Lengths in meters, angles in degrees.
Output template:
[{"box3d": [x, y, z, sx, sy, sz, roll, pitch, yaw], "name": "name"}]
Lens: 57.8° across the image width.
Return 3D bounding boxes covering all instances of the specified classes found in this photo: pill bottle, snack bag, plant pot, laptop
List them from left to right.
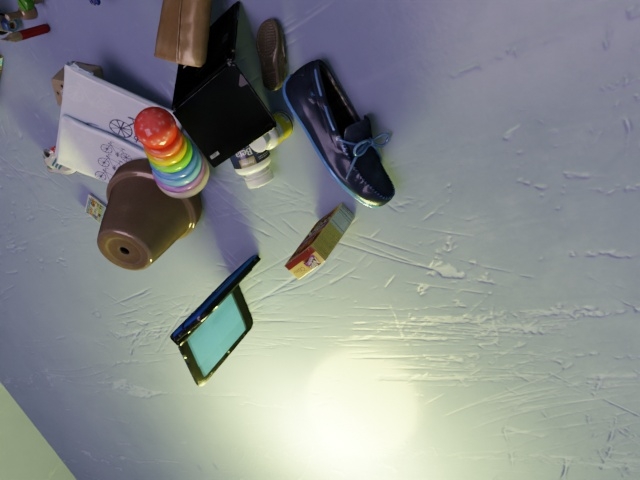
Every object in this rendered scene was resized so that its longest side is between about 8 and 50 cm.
[{"box3d": [-0.648, -0.405, 1.546, 0.109, 0.096, 0.109, 16, 128, 23], "name": "plant pot"}, {"box3d": [-0.539, -0.270, 1.543, 0.323, 0.037, 0.342, 24, 135, -10], "name": "snack bag"}, {"box3d": [-0.482, -0.050, 1.557, 0.263, 0.229, 0.263, 9, 134, 9], "name": "plant pot"}, {"box3d": [-0.214, -0.342, 1.295, 0.136, 0.264, 0.234, 24, 145, -39], "name": "laptop"}, {"box3d": [-0.174, -0.215, 1.388, 0.094, 0.094, 0.169, -5, 118, 34], "name": "pill bottle"}, {"box3d": [-0.114, -0.245, 1.315, 0.065, 0.116, 0.065, 16, 128, 22], "name": "pill bottle"}]

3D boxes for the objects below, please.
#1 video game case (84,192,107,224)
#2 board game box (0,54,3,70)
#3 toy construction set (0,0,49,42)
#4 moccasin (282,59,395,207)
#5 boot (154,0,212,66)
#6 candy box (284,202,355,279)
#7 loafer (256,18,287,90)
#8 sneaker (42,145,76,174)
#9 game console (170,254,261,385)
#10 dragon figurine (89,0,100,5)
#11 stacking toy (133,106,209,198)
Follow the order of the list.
[{"box3d": [-0.701, -0.086, 1.857, 0.122, 0.011, 0.087, 38, 133, 3], "name": "video game case"}, {"box3d": [-1.110, -0.497, 1.734, 0.232, 0.141, 0.291, 41, 133, 0], "name": "board game box"}, {"box3d": [-0.889, -0.602, 1.461, 0.309, 0.237, 0.257, 36, 133, 5], "name": "toy construction set"}, {"box3d": [0.053, -0.221, 1.219, 0.117, 0.138, 0.342, -33, 102, 37], "name": "moccasin"}, {"box3d": [-0.233, -0.492, 1.188, 0.236, 0.089, 0.269, 24, 111, 32], "name": "boot"}, {"box3d": [0.000, 0.000, 1.367, 0.053, 0.186, 0.109, 46, 132, -8], "name": "candy box"}, {"box3d": [-0.103, -0.399, 1.250, 0.056, 0.050, 0.148, 8, 109, 23], "name": "loafer"}, {"box3d": [-0.791, -0.248, 1.768, 0.161, 0.057, 0.075, 8, 130, 31], "name": "sneaker"}, {"box3d": [-0.253, 0.219, 1.604, 0.173, 0.293, 0.250, 47, 132, -7], "name": "game console"}, {"box3d": [-0.615, -0.665, 1.330, 0.144, 0.085, 0.289, -12, 128, 40], "name": "dragon figurine"}, {"box3d": [-0.356, -0.207, 1.351, 0.141, 0.141, 0.330, 35, 170, 6], "name": "stacking toy"}]
